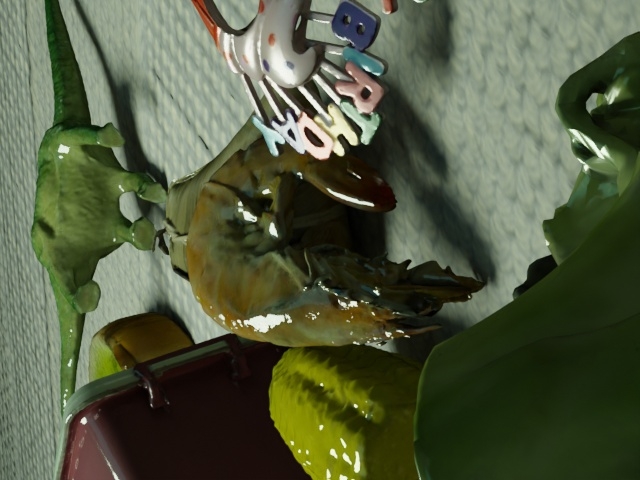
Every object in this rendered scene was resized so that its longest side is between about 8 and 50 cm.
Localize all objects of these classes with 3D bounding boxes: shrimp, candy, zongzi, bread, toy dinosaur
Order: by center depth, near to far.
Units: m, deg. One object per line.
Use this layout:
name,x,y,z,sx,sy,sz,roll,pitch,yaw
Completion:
shrimp,0.003,0.001,1.208,0.236,0.053,0.133,7,80,45
candy,0.022,0.111,1.231,0.199,0.094,0.106,27,117,59
zongzi,-0.047,-0.045,1.345,0.194,0.099,0.197,24,124,56
bread,-0.157,0.177,1.842,0.236,0.070,0.236,169,90,-72
toy dinosaur,-0.248,-0.054,1.856,0.301,0.087,0.447,22,100,55

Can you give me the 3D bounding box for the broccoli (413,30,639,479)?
broccoli,0.178,0.045,0.612,0.324,0.272,0.334,-64,-25,-48

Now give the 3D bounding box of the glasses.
glasses,0.017,-0.157,1.155,0.162,0.095,0.255,53,138,26

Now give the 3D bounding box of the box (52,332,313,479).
box,-0.088,0.216,1.498,0.167,0.193,0.294,61,155,28
